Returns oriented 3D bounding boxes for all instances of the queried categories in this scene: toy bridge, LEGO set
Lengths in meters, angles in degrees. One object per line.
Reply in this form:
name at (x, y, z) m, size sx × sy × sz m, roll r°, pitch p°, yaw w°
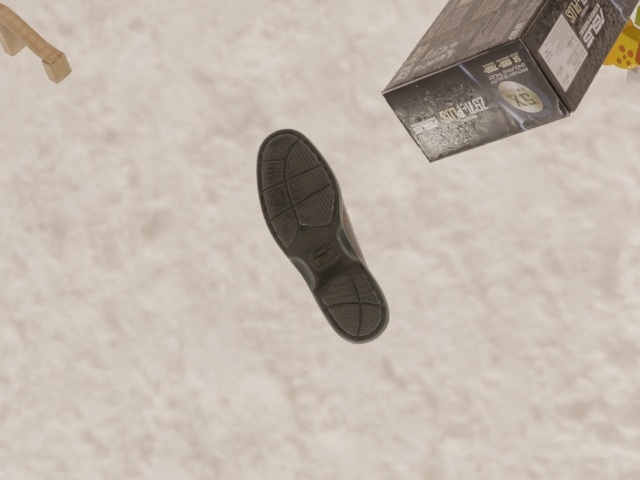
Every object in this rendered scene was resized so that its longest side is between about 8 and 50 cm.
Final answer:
toy bridge at (-0.349, -0.235, 1.705) m, size 0.188 × 0.063 × 0.026 m, roll 30°, pitch 63°, yaw 32°
LEGO set at (0.320, -0.205, 1.423) m, size 0.093 × 0.087 × 0.227 m, roll 42°, pitch 147°, yaw 33°

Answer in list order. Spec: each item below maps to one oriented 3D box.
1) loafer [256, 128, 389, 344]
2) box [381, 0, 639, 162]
loafer at (0.000, 0.000, 1.782) m, size 0.096 × 0.084 × 0.267 m, roll -25°, pitch 82°, yaw 3°
box at (0.157, -0.160, 1.245) m, size 0.147 × 0.077 × 0.180 m, roll -17°, pitch 28°, yaw 43°
